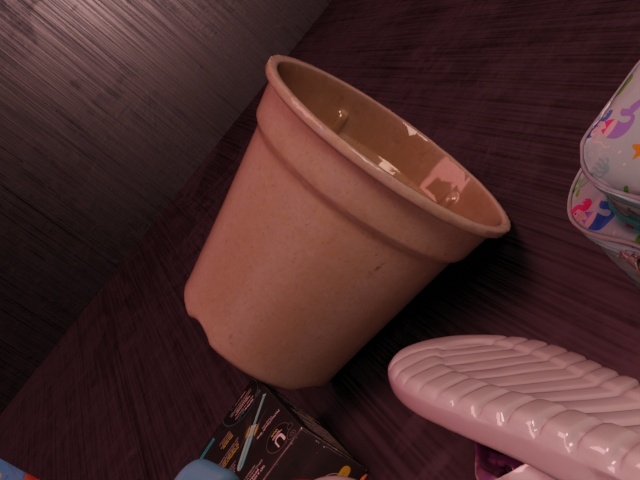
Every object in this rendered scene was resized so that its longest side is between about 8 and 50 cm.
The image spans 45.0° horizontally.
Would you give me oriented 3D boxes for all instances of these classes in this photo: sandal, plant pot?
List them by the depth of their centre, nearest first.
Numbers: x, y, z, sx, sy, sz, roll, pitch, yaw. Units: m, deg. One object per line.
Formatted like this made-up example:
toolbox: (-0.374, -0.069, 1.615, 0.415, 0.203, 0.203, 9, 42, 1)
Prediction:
sandal: (0.180, 0.157, 0.577, 0.416, 0.169, 0.102, -166, 73, -65)
plant pot: (0.000, 0.000, 0.934, 0.306, 0.333, 0.334, -54, 21, 19)

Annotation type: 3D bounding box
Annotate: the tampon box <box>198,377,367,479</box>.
tampon box: (-0.048, 0.251, 0.867, 0.120, 0.101, 0.161, -54, 24, -5)

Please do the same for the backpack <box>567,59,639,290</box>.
backpack: (0.311, -0.054, 0.576, 0.225, 0.191, 0.253, -53, 18, -3)

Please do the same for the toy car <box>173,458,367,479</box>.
toy car: (-0.003, 0.295, 0.679, 0.238, 0.219, 0.211, 4, -77, -69)

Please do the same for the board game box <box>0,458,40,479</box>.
board game box: (-0.272, 0.410, 0.785, 0.086, 0.302, 0.308, -45, 23, 13)
